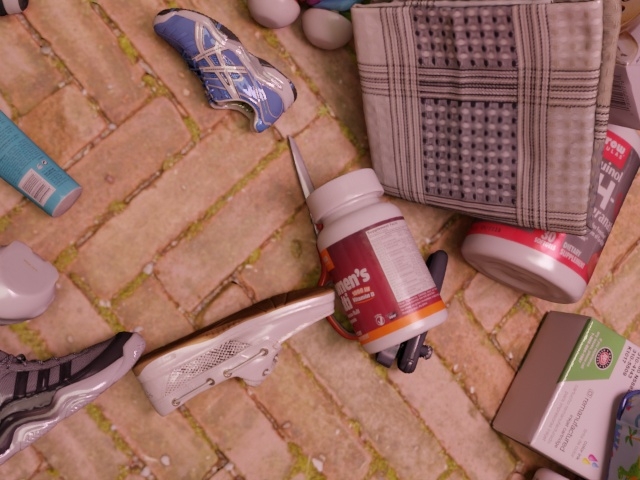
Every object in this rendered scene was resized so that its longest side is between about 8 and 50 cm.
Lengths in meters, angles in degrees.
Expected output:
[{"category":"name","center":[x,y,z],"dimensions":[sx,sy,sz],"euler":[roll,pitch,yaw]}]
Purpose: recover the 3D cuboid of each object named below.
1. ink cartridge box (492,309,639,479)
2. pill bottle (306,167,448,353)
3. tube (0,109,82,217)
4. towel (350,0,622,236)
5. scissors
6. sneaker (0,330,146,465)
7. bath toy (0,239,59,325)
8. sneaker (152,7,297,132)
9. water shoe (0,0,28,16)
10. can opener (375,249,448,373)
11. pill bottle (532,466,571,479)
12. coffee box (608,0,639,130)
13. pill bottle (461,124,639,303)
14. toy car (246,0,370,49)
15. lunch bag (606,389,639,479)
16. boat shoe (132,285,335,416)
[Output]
[{"category":"ink cartridge box","center":[0.429,0.259,0.969],"dimensions":[0.278,0.117,0.201],"euler":[31,81,-11]},{"category":"pill bottle","center":[0.069,0.026,0.866],"dimensions":[0.121,0.121,0.221],"euler":[-22,81,-13]},{"category":"tube","center":[-0.396,-0.115,0.825],"dimensions":[0.207,0.052,0.080],"euler":[42,75,-3]},{"category":"towel","center":[0.181,-0.170,0.788],"dimensions":[0.056,0.312,0.324],"euler":[-36,130,-41]},{"category":"scissors","center":[0.000,0.000,0.926],"dimensions":[0.109,0.021,0.297],"euler":[-34,96,-12]},{"category":"sneaker","center":[-0.350,0.153,0.781],"dimensions":[0.269,0.101,0.153],"euler":[-35,91,-29]},{"category":"bath toy","center":[-0.458,-0.032,0.767],"dimensions":[0.129,0.151,0.348],"euler":[-36,101,26]},{"category":"sneaker","center":[-0.134,-0.226,0.872],"dimensions":[0.211,0.080,0.081],"euler":[34,78,-9]},{"category":"water shoe","center":[-0.423,-0.381,0.814],"dimensions":[0.080,0.073,0.203],"euler":[-11,90,-11]},{"category":"can opener","center":[0.142,0.100,0.937],"dimensions":[0.073,0.059,0.186],"euler":[25,83,-11]},{"category":"pill bottle","center":[0.323,0.446,0.937],"dimensions":[0.117,0.117,0.215],"euler":[30,82,-11]},{"category":"coffee box","center":[0.317,-0.270,0.865],"dimensions":[0.168,0.297,0.119],"euler":[-51,133,-9]},{"category":"pill bottle","center":[0.341,-0.086,0.930],"dimensions":[0.176,0.176,0.318],"euler":[28,82,-11]},{"category":"toy car","center":[-0.005,-0.359,0.879],"dimensions":[0.182,0.136,0.159],"euler":[19,83,-12]},{"category":"lunch bag","center":[0.474,0.316,0.871],"dimensions":[0.176,0.090,0.218],"euler":[9,87,-12]},{"category":"boat shoe","center":[-0.098,0.145,0.863],"dimensions":[0.277,0.098,0.096],"euler":[-23,94,-4]}]
